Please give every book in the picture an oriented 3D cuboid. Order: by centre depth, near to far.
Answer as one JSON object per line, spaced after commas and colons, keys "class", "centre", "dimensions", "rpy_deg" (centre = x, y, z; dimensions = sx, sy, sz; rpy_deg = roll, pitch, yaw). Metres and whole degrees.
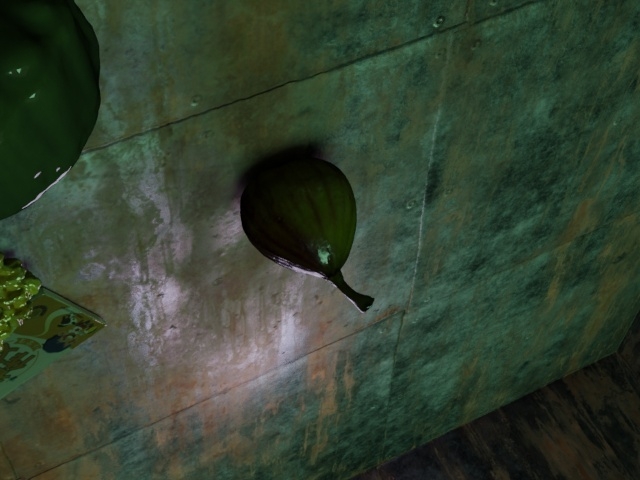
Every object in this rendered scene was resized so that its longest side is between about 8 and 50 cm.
{"class": "book", "centre": [-0.569, 0.204, 1.955], "dimensions": [0.295, 0.020, 0.208], "rpy_deg": [-35, 151, 7]}

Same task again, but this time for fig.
{"class": "fig", "centre": [0.000, 0.000, 1.870], "dimensions": [0.217, 0.321, 0.217], "rpy_deg": [-23, 144, -18]}

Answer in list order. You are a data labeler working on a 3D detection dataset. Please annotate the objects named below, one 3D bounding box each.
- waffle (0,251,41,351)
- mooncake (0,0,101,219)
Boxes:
{"class": "waffle", "centre": [-0.625, 0.124, 1.724], "dimensions": [0.302, 0.068, 0.325], "rpy_deg": [10, 125, -48]}
{"class": "mooncake", "centre": [-0.426, -0.194, 1.145], "dimensions": [0.356, 0.356, 0.194], "rpy_deg": [-26, 158, -9]}
